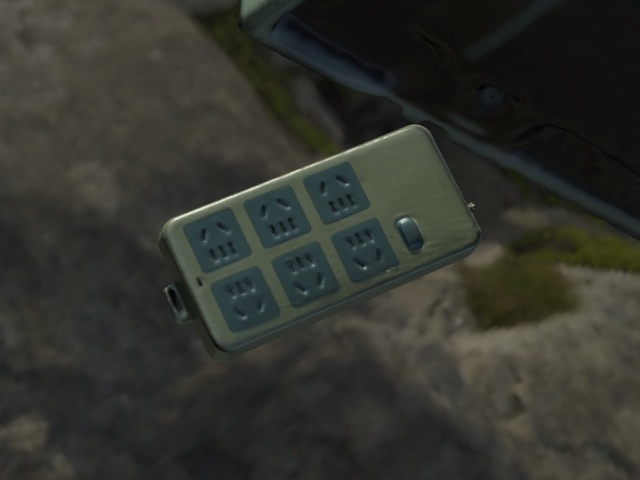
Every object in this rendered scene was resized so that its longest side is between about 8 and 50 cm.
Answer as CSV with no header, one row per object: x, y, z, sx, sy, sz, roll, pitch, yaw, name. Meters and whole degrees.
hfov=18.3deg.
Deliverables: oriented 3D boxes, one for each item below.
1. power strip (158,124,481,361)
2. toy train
0.000,0.000,0.540,0.090,0.016,0.040,-22,79,-17,power strip
0.150,-0.028,0.523,0.407,0.086,0.088,25,44,-39,toy train
